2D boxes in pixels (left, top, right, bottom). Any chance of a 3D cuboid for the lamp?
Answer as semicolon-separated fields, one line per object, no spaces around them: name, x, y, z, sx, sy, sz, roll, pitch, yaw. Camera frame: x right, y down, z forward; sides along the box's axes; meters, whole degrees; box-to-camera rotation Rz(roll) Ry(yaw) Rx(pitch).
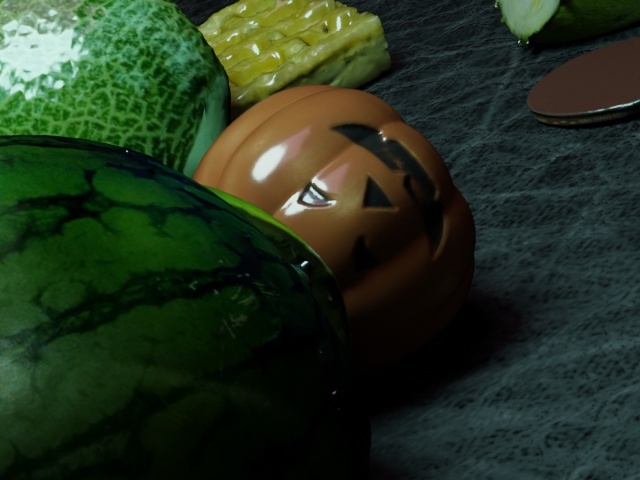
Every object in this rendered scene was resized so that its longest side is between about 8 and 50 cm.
lamp;0.000;0.000;1.259;0.164;0.188;0.187;-37;26;-21

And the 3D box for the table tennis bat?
table tennis bat;0.251;-0.124;1.491;0.220;0.019;0.130;-2;31;45

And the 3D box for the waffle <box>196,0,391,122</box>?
waffle;-0.054;-0.165;1.828;0.168;0.057;0.274;-30;23;-13

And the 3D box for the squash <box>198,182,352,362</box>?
squash;-0.137;0.073;1.164;0.309;0.234;0.210;3;36;46

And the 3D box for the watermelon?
watermelon;-0.150;0.115;0.958;0.363;0.363;0.363;-20;23;9

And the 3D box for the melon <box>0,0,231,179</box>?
melon;-0.246;-0.120;1.694;0.343;0.226;0.331;-1;65;34

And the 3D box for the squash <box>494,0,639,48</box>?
squash;0.299;-0.237;1.687;0.260;0.189;0.189;8;15;-19

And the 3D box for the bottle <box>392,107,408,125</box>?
bottle;-0.022;-0.027;1.442;0.209;0.097;0.110;-31;15;-14
